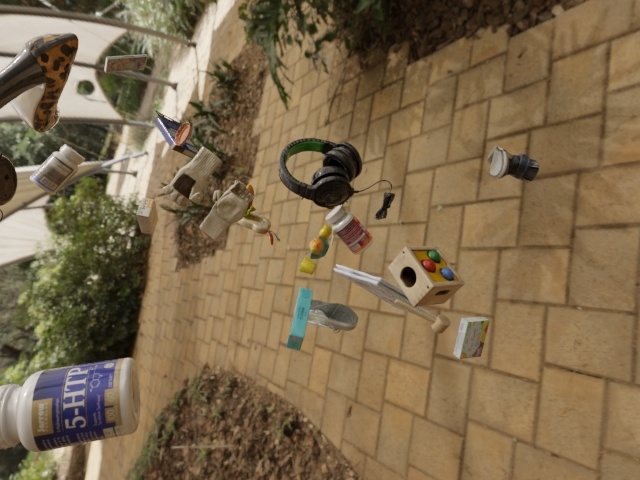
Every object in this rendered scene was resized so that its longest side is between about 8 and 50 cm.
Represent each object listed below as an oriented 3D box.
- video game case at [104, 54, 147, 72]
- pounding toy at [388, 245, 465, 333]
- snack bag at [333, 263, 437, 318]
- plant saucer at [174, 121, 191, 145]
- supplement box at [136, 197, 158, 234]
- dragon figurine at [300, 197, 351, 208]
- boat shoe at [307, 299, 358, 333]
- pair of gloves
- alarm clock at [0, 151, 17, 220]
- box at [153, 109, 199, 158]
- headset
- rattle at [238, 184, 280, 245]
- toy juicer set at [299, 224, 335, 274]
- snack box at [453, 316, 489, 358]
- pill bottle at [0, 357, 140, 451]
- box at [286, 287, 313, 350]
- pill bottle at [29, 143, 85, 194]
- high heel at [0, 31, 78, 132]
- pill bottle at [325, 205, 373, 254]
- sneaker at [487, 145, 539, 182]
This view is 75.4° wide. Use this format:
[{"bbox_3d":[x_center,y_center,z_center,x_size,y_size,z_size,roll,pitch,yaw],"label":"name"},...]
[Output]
[{"bbox_3d":[-0.621,-0.565,1.323,0.087,0.122,0.011,-14,96,58],"label":"video game case"},{"bbox_3d":[0.261,0.112,0.997,0.094,0.181,0.206,-56,48,35],"label":"pounding toy"},{"bbox_3d":[0.247,0.191,1.481,0.037,0.342,0.323,-62,23,-9],"label":"snack bag"},{"bbox_3d":[-0.447,-0.347,1.355,0.083,0.013,0.084,-17,62,36],"label":"plant saucer"},{"bbox_3d":[-0.507,-0.070,1.216,0.098,0.036,0.062,112,165,-56],"label":"supplement box"},{"bbox_3d":[0.036,-0.191,1.746,0.144,0.289,0.085,40,115,10],"label":"dragon figurine"},{"bbox_3d":[0.038,0.352,1.880,0.320,0.118,0.103,6,120,38],"label":"boat shoe"},{"bbox_3d":[-0.343,-0.141,1.288,0.204,0.240,0.042,-42,9,9],"label":"pair of gloves"},{"bbox_3d":[-0.824,-0.134,1.048,0.129,0.064,0.192,-101,20,-68],"label":"alarm clock"},{"bbox_3d":[-0.590,-0.429,1.689,0.036,0.136,0.225,-43,65,15],"label":"box"},{"bbox_3d":[0.051,-0.192,1.363,0.185,0.393,0.244,104,-172,-52],"label":"headset"},{"bbox_3d":[-0.204,-0.090,1.482,0.199,0.130,0.143,35,98,43],"label":"rattle"},{"bbox_3d":[0.000,0.000,1.931,0.329,0.089,0.209,-50,-19,-55],"label":"toy juicer set"},{"bbox_3d":[0.525,0.338,1.442,0.037,0.100,0.141,-143,58,-64],"label":"snack box"},{"bbox_3d":[-0.370,0.241,0.605,0.112,0.186,0.112,175,90,-73],"label":"pill bottle"},{"bbox_3d":[-0.085,0.322,1.719,0.244,0.060,0.101,-79,4,-48],"label":"box"},{"bbox_3d":[-0.759,-0.207,1.202,0.137,0.078,0.078,-51,32,-9],"label":"pill bottle"},{"bbox_3d":[-0.488,-0.291,0.768,0.186,0.093,0.261,-38,16,-3],"label":"high heel"},{"bbox_3d":[0.132,-0.050,1.903,0.121,0.221,0.121,-40,12,10],"label":"pill bottle"},{"bbox_3d":[0.658,-0.242,1.398,0.086,0.163,0.226,-66,-5,34],"label":"sneaker"}]
